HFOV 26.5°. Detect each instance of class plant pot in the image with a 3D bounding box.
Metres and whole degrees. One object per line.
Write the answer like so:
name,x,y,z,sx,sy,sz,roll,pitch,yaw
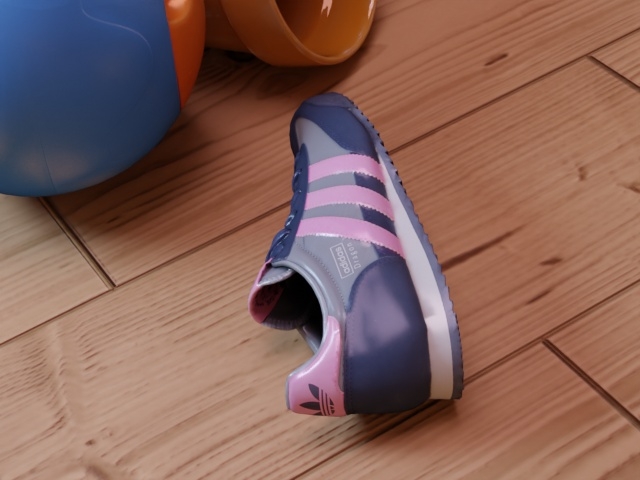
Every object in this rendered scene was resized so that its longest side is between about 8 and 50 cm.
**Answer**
plant pot,-0.076,-0.257,1.263,0.188,0.205,0.205,-2,39,32

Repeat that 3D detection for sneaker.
sneaker,0.000,0.000,1.008,0.131,0.112,0.319,-13,40,-8

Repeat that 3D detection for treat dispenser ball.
treat dispenser ball,-0.238,-0.180,1.118,0.288,0.288,0.288,-5,42,5
